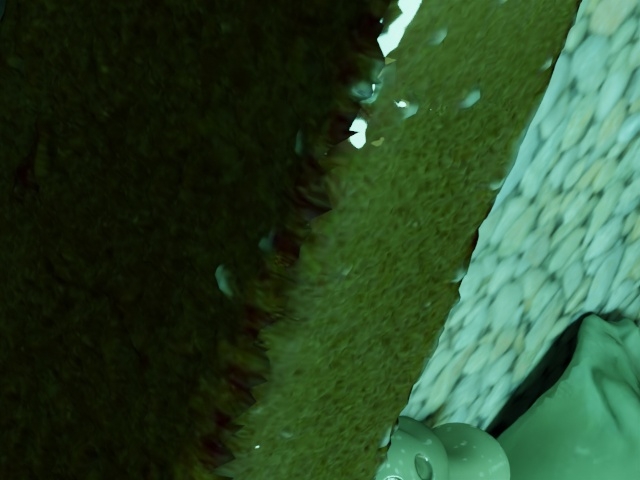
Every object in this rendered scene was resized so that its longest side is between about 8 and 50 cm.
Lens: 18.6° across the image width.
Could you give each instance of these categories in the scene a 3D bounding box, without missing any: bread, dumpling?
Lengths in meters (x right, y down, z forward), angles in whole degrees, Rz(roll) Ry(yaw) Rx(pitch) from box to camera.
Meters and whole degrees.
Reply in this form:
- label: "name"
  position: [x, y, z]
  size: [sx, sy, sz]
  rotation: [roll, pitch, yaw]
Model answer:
- label: "bread"
  position: [-0.043, 0.008, 0.668]
  size: [0.113, 0.165, 0.416]
  rotation: [-21, 142, -45]
- label: "dumpling"
  position: [0.200, 0.248, 1.272]
  size: [0.270, 0.212, 0.320]
  rotation: [32, 97, -23]

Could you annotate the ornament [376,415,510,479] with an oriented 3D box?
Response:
- label: "ornament"
  position: [0.045, 0.132, 1.096]
  size: [0.075, 0.081, 0.156]
  rotation: [-15, 170, 25]
